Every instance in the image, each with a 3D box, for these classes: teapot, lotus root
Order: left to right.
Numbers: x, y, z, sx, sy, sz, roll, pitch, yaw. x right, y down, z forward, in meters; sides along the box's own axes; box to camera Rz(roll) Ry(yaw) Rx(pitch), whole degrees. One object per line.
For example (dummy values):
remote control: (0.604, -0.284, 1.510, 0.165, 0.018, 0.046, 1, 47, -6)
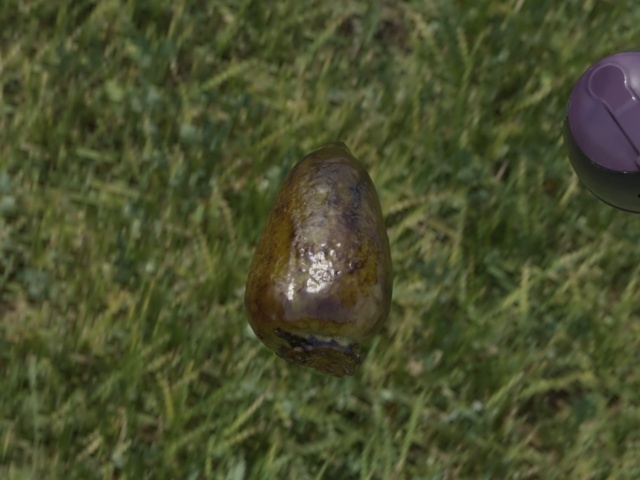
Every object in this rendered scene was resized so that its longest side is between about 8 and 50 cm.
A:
lotus root: (0.000, 0.000, 1.299, 0.108, 0.094, 0.190, -9, 61, 20)
teapot: (0.216, -0.063, 1.217, 0.116, 0.146, 0.148, -6, 84, 17)
